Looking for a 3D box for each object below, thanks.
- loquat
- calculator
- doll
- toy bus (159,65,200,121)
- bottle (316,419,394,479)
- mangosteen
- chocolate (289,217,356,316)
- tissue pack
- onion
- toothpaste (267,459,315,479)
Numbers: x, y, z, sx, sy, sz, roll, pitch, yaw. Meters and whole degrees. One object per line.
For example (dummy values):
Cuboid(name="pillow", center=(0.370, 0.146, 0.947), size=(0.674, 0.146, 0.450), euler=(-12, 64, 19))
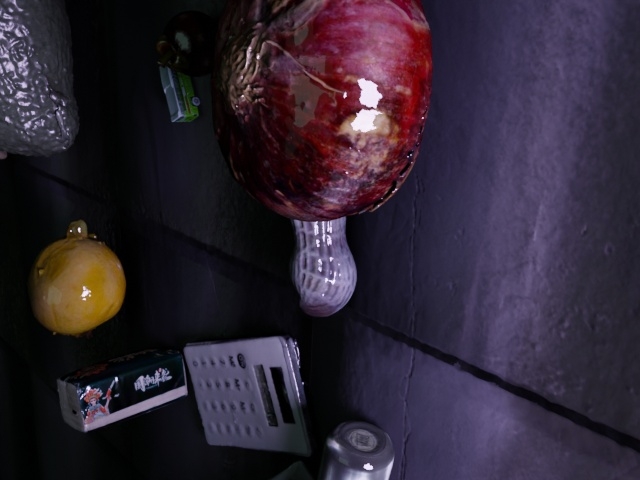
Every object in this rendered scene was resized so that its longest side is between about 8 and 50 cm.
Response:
Cuboid(name="loquat", center=(-0.405, 0.066, 1.179), size=(0.172, 0.149, 0.205), euler=(7, 94, 52))
Cuboid(name="calculator", center=(-0.100, 0.209, 0.962), size=(0.261, 0.021, 0.161), euler=(-15, 89, 50))
Cuboid(name="doll", center=(-0.520, -0.304, 1.161), size=(0.247, 0.247, 0.350), euler=(9, 122, 48))
Cuboid(name="toy bus", center=(-0.188, -0.201, 0.943), size=(0.031, 0.037, 0.083), euler=(-18, 85, 49))
Cuboid(name="bottle", center=(0.021, 0.320, 0.810), size=(0.096, 0.079, 0.254), euler=(39, 128, 49))
Cuboid(name="mangosteen", center=(-0.160, -0.242, 0.869), size=(0.081, 0.081, 0.081), euler=(16, 112, 46))
Cuboid(name="chocolate", center=(0.000, 0.000, 0.755), size=(0.072, 0.072, 0.167), euler=(3, 100, 49))
Cuboid(name="tissue pack", center=(-0.302, 0.224, 1.083), size=(0.103, 0.170, 0.091), euler=(0, 100, 51))
Cuboid(name="onion", center=(0.003, -0.137, 0.627), size=(0.246, 0.190, 0.247), euler=(178, 90, -65))
Cuboid(name="toothpaste", center=(-0.068, 0.347, 0.951), size=(0.218, 0.041, 0.064), euler=(-39, 83, 44))
